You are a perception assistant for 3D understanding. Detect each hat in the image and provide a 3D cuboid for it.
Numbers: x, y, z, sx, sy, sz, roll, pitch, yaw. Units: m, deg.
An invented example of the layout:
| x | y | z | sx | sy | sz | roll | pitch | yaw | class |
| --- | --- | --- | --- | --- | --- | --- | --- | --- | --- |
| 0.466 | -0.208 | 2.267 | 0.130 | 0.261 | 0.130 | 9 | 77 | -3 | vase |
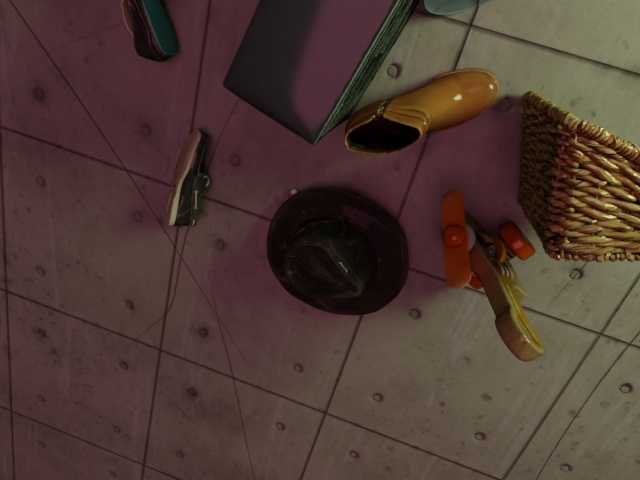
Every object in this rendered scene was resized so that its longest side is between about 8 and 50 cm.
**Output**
| x | y | z | sx | sy | sz | roll | pitch | yaw | class |
| --- | --- | --- | --- | --- | --- | --- | --- | --- | --- |
| 0.024 | 0.050 | 0.988 | 0.331 | 0.134 | 0.332 | 4 | 111 | 11 | hat |

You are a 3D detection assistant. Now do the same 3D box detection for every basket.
| x | y | z | sx | sy | sz | roll | pitch | yaw | class |
| --- | --- | --- | --- | --- | --- | --- | --- | --- | --- |
| 0.454 | -0.123 | 0.739 | 0.213 | 0.299 | 0.223 | -1 | 112 | 14 | basket |

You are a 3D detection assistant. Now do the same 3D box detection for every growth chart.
| x | y | z | sx | sy | sz | roll | pitch | yaw | class |
| --- | --- | --- | --- | --- | --- | --- | --- | --- | --- |
| 0.000 | 0.000 | 1.056 | 0.237 | 0.021 | 0.172 | 34 | 115 | -2 | growth chart |

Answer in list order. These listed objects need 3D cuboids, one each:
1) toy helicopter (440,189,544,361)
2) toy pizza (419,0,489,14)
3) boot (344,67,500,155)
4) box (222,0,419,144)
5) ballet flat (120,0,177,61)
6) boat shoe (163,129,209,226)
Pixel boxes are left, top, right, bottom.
| x | y | z | sx | sy | sz | roll | pitch | yaw | class |
| --- | --- | --- | --- | --- | --- | --- | --- | --- | --- |
| 0.302 | 0.056 | 0.821 | 0.235 | 0.355 | 0.140 | 39 | 117 | -24 | toy helicopter |
| 0.252 | -0.428 | 0.724 | 0.201 | 0.201 | 0.032 | -18 | 87 | 20 | toy pizza |
| 0.177 | -0.224 | 0.808 | 0.283 | 0.220 | 0.109 | -6 | 110 | 16 | boot |
| 0.023 | -0.349 | 0.752 | 0.182 | 0.294 | 0.296 | 32 | 115 | -1 | box |
| -0.365 | -0.497 | 0.899 | 0.096 | 0.095 | 0.281 | 4 | 114 | 25 | ballet flat |
| -0.294 | -0.138 | 1.052 | 0.079 | 0.084 | 0.233 | 9 | 113 | -32 | boat shoe |
